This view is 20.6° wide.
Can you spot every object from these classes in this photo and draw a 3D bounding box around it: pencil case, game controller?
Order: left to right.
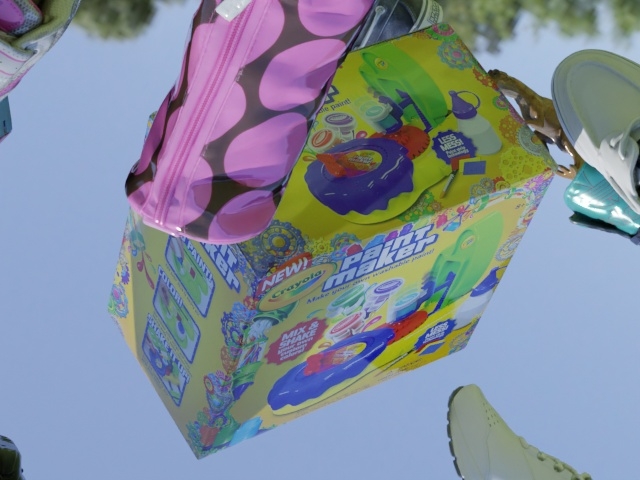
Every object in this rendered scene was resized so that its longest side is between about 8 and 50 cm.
[{"bbox_3d":[-0.373,0.310,1.995,0.067,0.166,0.319,15,174,-10],"label":"game controller"},{"bbox_3d":[-0.037,-0.087,0.891,0.095,0.209,0.098,26,-140,3],"label":"pencil case"}]

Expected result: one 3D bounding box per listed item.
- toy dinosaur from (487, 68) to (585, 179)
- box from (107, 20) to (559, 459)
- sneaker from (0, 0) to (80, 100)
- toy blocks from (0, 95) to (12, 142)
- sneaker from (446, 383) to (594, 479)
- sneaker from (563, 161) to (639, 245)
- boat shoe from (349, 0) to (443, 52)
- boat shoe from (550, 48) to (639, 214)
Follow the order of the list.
[{"bbox_3d":[0.254,-0.108,1.813,0.211,0.064,0.112,30,-122,-26],"label":"toy dinosaur"},{"bbox_3d":[0.000,0.000,1.483,0.290,0.279,0.177,-21,-119,-27],"label":"box"},{"bbox_3d":[-0.209,-0.128,1.017,0.103,0.252,0.111,34,180,-19],"label":"sneaker"},{"bbox_3d":[-0.407,-0.166,1.646,0.191,0.261,0.381,1,-160,16],"label":"toy blocks"},{"bbox_3d":[0.239,0.276,1.889,0.297,0.129,0.111,58,-166,5],"label":"sneaker"},{"bbox_3d":[0.311,-0.017,1.584,0.178,0.123,0.295,25,-155,-11],"label":"sneaker"},{"bbox_3d":[0.024,-0.201,2.172,0.102,0.301,0.108,28,-143,-21],"label":"boat shoe"},{"bbox_3d":[0.270,-0.065,1.374,0.258,0.095,0.084,48,-176,25],"label":"boat shoe"}]
